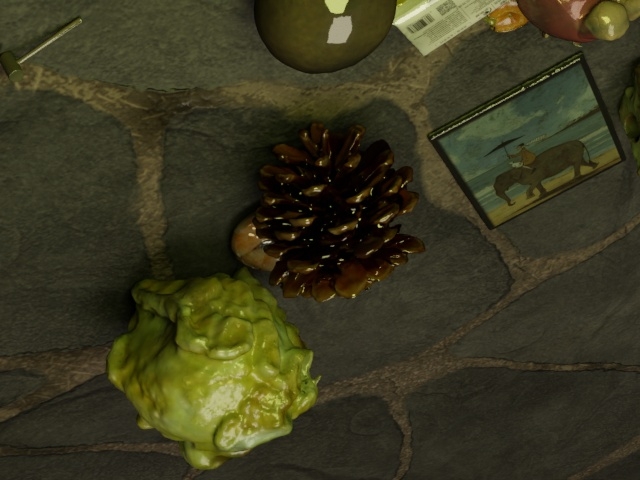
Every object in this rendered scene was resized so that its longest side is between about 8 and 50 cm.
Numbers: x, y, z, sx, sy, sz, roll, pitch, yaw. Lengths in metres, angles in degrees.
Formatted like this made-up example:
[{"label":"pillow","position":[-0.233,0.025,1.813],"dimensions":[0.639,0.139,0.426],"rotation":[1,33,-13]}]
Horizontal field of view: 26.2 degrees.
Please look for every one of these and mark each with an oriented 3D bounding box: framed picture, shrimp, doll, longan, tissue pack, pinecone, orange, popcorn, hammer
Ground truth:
[{"label":"framed picture","position":[0.335,-0.147,2.183],"dimensions":[0.265,0.016,0.347],"rotation":[-27,148,9]},{"label":"shrimp","position":[-0.002,-0.006,2.143],"dimensions":[0.289,0.075,0.178],"rotation":[21,127,-32]},{"label":"doll","position":[0.352,-0.359,1.690],"dimensions":[0.256,0.152,0.196],"rotation":[-44,128,-29]},{"label":"longan","position":[0.005,-0.278,1.639],"dimensions":[0.167,0.168,0.187],"rotation":[-7,172,-24]},{"label":"tissue pack","position":[0.154,-0.321,1.716],"dimensions":[0.148,0.099,0.106],"rotation":[-32,151,14]},{"label":"pinecone","position":[0.024,-0.046,1.927],"dimensions":[0.264,0.264,0.264],"rotation":[-16,148,-10]},{"label":"orange","position":[0.249,-0.318,1.820],"dimensions":[0.086,0.062,0.086],"rotation":[-5,157,-2]},{"label":"popcorn","position":[-0.165,0.178,2.101],"dimensions":[0.312,0.312,0.312],"rotation":[-16,148,-10]},{"label":"hammer","position":[-0.327,-0.229,1.623],"dimensions":[0.110,0.035,0.019],"rotation":[-33,147,1]}]

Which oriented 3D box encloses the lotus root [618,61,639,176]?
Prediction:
[{"label":"lotus root","position":[0.610,-0.191,2.170],"dimensions":[0.314,0.142,0.210],"rotation":[-7,144,-26]}]
